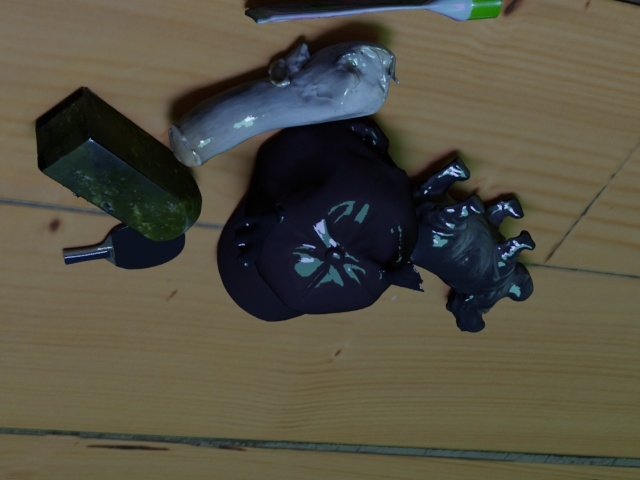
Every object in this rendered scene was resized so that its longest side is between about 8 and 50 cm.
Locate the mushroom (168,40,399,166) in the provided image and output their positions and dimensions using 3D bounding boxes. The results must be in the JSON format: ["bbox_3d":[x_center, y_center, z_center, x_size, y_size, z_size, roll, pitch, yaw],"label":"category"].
[{"bbox_3d":[-0.044,-0.155,1.505,0.278,0.096,0.099,-17,141,11],"label":"mushroom"}]

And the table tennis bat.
[{"bbox_3d":[-0.253,0.009,1.709,0.158,0.014,0.095,-9,143,-9],"label":"table tennis bat"}]

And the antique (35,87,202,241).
[{"bbox_3d":[-0.227,-0.080,1.552,0.080,0.081,0.221,-30,140,23],"label":"antique"}]

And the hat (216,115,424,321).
[{"bbox_3d":[-0.014,0.029,1.616,0.238,0.209,0.336,29,126,-14],"label":"hat"}]

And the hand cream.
[{"bbox_3d":[0.058,-0.254,1.429,0.275,0.050,0.079,-6,171,-12],"label":"hand cream"}]

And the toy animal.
[{"bbox_3d":[0.210,0.021,1.798,0.168,0.106,0.343,-24,145,12],"label":"toy animal"}]
